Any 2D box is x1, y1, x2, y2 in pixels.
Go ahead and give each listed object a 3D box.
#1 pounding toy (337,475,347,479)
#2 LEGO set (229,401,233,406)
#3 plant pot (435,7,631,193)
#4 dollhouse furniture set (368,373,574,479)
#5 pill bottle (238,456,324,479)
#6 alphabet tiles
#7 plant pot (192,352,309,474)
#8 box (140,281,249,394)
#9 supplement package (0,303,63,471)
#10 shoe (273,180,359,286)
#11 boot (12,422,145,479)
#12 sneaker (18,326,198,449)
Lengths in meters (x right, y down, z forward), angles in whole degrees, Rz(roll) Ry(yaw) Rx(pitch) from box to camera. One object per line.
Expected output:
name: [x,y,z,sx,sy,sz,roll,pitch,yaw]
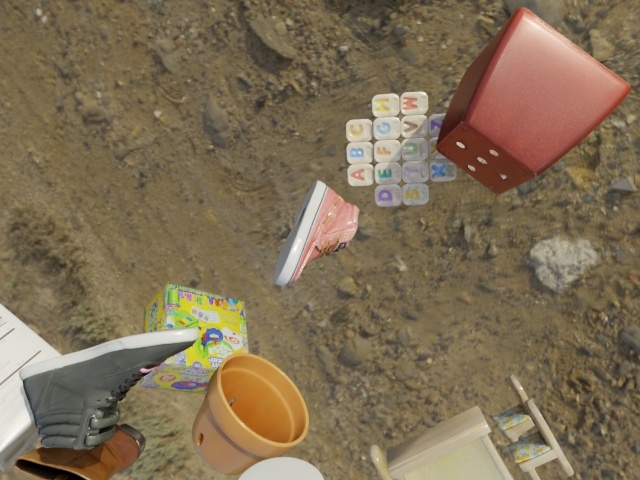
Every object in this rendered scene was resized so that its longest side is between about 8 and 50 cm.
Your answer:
pounding toy: [0.015,0.579,1.000,0.141,0.130,0.100,-39,71,3]
LEGO set: [-0.245,0.497,1.526,0.107,0.287,0.132,38,131,8]
plant pot: [0.402,-0.254,1.024,0.267,0.267,0.236,36,82,0]
dollhouse furniture set: [0.256,0.407,0.931,0.362,0.394,0.256,-29,91,8]
pill bottle: [-0.054,0.500,0.724,0.176,0.176,0.319,5,105,26]
alphabet tiles: [0.205,-0.230,1.243,0.278,0.021,0.284,-2,99,6]
plant pot: [-0.204,0.479,1.301,0.291,0.291,0.203,42,107,9]
box: [-0.402,0.325,1.576,0.177,0.290,0.279,-42,43,32]
supplement package: [-0.607,0.235,0.872,0.293,0.175,0.177,39,139,1]
shoe: [0.000,0.000,0.673,0.081,0.178,0.063,30,142,-13]
boot: [-0.496,0.395,0.927,0.264,0.280,0.096,29,84,3]
sneaker: [-0.310,0.228,0.749,0.295,0.104,0.147,-18,80,7]
